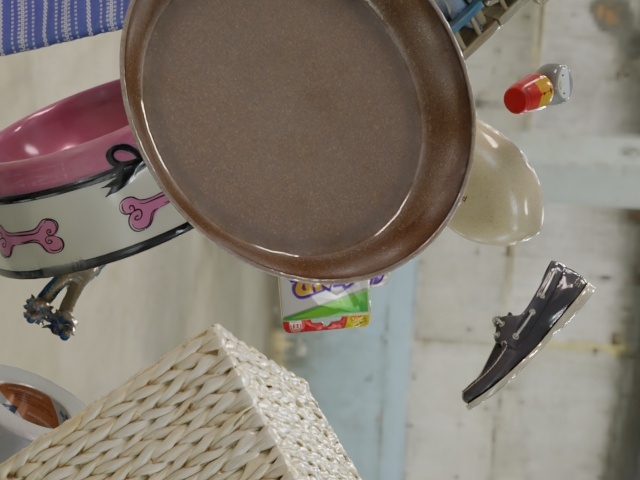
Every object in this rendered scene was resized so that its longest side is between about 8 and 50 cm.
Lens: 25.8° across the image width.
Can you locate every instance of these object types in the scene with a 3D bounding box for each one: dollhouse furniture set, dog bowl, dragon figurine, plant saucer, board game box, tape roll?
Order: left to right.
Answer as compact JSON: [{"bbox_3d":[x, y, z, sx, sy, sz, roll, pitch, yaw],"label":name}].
[{"bbox_3d":[-0.402,0.251,1.880,0.072,0.219,0.219,-61,-176,12],"label":"tape roll"},{"bbox_3d":[-0.350,0.026,1.957,0.144,0.085,0.289,-46,-156,16],"label":"dragon figurine"},{"bbox_3d":[-0.286,-0.107,1.891,0.408,0.408,0.150,-82,154,-67],"label":"dog bowl"},{"bbox_3d":[-0.018,-0.112,1.107,0.050,0.311,0.310,-29,-127,60],"label":"plant saucer"},{"bbox_3d":[0.000,0.000,1.894,0.039,0.124,0.259,-104,-171,-76],"label":"board game box"},{"bbox_3d":[0.174,-0.246,1.389,0.184,0.129,0.129,38,-11,46],"label":"dollhouse furniture set"}]

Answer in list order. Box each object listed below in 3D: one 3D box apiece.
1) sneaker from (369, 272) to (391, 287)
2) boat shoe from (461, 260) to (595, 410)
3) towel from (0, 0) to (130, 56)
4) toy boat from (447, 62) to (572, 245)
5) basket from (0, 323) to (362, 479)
[{"bbox_3d":[0.062,0.000,2.293,0.170,0.071,0.068,69,-27,24],"label":"sneaker"},{"bbox_3d":[0.222,0.106,1.579,0.206,0.065,0.075,-44,174,-14],"label":"boat shoe"},{"bbox_3d":[-0.358,-0.402,1.989,0.040,0.336,0.243,26,57,-66],"label":"towel"},{"bbox_3d":[0.287,-0.145,2.219,0.148,0.267,0.318,-27,156,-47],"label":"toy boat"},{"bbox_3d":[-0.133,0.316,1.590,0.266,0.331,0.328,59,7,27],"label":"basket"}]
